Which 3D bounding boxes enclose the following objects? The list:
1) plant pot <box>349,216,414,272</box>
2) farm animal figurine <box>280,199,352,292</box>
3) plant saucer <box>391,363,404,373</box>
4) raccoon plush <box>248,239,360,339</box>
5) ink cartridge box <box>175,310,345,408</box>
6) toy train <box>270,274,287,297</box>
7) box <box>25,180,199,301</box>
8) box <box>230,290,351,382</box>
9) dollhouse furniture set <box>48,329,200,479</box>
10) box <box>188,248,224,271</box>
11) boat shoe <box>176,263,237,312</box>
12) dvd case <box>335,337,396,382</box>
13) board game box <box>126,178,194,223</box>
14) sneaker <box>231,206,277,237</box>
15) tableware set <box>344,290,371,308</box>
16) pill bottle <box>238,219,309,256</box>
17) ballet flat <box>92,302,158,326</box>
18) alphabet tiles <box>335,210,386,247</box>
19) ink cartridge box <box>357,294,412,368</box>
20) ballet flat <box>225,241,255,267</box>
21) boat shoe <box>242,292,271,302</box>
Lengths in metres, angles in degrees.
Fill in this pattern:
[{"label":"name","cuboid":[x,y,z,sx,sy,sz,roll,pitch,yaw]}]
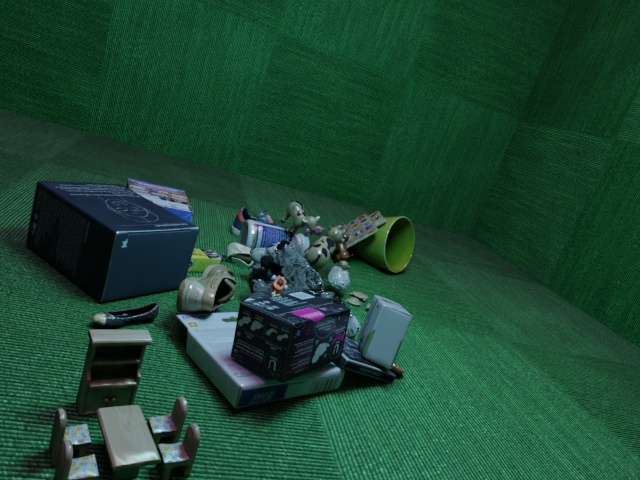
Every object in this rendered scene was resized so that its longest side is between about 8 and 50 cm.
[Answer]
[{"label":"plant pot","cuboid":[0.273,-0.001,2.513,0.294,0.274,0.275,11,7,39]},{"label":"farm animal figurine","cuboid":[0.000,0.000,1.955,0.330,0.172,0.326,32,38,-17]},{"label":"plant saucer","cuboid":[0.209,0.369,1.483,0.083,0.013,0.083,31,-3,2]},{"label":"raccoon plush","cuboid":[-0.071,0.176,1.714,0.446,0.216,0.299,50,3,3]},{"label":"ink cartridge box","cuboid":[-0.160,0.285,1.282,0.324,0.071,0.330,5,17,-43]},{"label":"toy train","cuboid":[-0.091,0.174,1.509,0.166,0.046,0.125,43,38,-3]},{"label":"box","cuboid":[-0.621,-0.012,1.507,0.395,0.212,0.293,26,16,29]},{"label":"box","cuboid":[-0.066,0.219,1.199,0.163,0.142,0.247,16,9,32]},{"label":"dollhouse furniture set","cuboid":[-0.343,0.286,0.876,0.212,0.161,0.242,7,19,-37]},{"label":"box","cuboid":[-0.454,0.066,1.724,0.232,0.058,0.087,5,21,-41]},{"label":"boat shoe","cuboid":[-0.298,0.146,1.446,0.110,0.121,0.341,7,9,7]},{"label":"dvd case","cuboid":[0.084,0.316,1.402,0.239,0.029,0.179,31,3,-45]},{"label":"board game box","cuboid":[-0.647,-0.117,1.978,0.232,0.141,0.291,11,17,-26]},{"label":"sneaker","cuboid":[-0.223,-0.045,2.218,0.350,0.148,0.131,21,15,8]},{"label":"tableware set","cuboid":[0.178,0.240,1.938,0.169,0.020,0.141,23,14,20]},{"label":"pill bottle","cuboid":[-0.190,0.012,2.047,0.265,0.153,0.153,12,16,-23]},{"label":"ballet flat","cuboid":[-0.492,0.185,1.273,0.057,0.049,0.173,28,18,35]},{"label":"alphabet tiles","cuboid":[0.149,-0.036,2.433,0.011,0.343,0.285,60,2,-19]},{"label":"ink cartridge box","cuboid":[0.182,0.258,1.469,0.093,0.160,0.219,22,0,-1]},{"label":"ballet flat","cuboid":[-0.244,0.081,1.916,0.248,0.086,0.086,16,15,-3]},{"label":"boat shoe","cuboid":[-0.127,0.192,1.416,0.183,0.065,0.083,17,14,-1]}]
